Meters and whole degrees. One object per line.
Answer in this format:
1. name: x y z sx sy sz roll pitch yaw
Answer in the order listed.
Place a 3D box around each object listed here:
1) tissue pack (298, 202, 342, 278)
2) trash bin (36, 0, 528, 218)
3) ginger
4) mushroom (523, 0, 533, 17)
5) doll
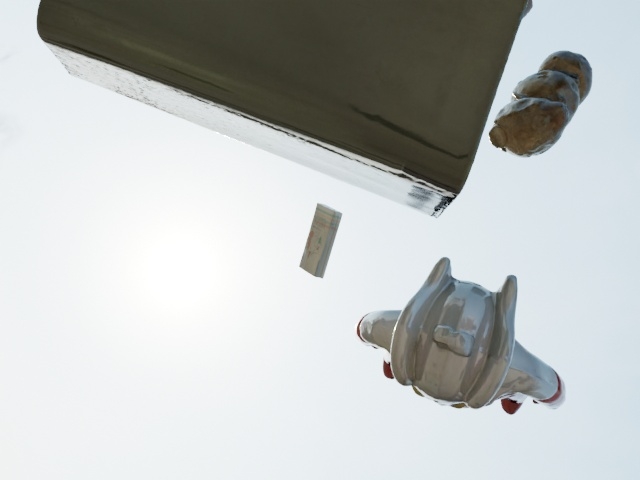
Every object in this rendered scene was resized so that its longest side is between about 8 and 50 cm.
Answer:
1. tissue pack: 0.000 0.000 1.568 0.056 0.023 0.108 32 -73 56
2. trash bin: -0.012 -0.135 0.575 0.240 0.164 0.122 21 -6 1
3. ginger: 0.290 -0.175 1.302 0.104 0.204 0.080 -17 -68 40
4. mushroom: 0.149 -0.251 1.223 0.210 0.094 0.072 -18 -50 25
5. doll: 0.115 0.098 0.851 0.188 0.099 0.384 14 -11 12
